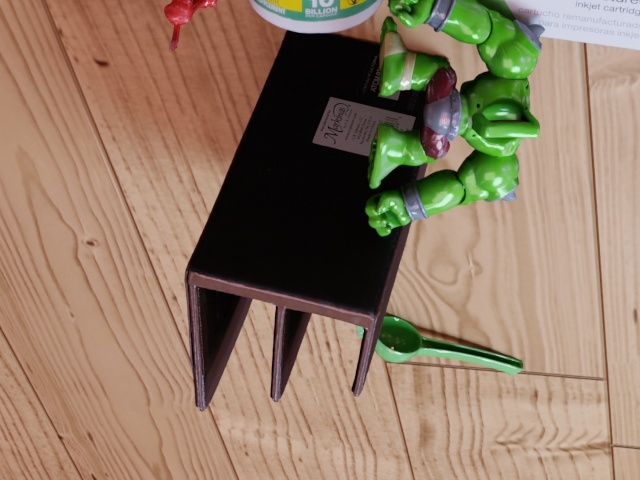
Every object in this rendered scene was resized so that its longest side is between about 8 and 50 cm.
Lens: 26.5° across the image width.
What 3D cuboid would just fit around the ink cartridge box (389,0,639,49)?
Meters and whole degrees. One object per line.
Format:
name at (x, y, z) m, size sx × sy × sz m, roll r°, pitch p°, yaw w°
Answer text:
ink cartridge box at (0.157, -0.290, 0.945) m, size 0.211 × 0.122 × 0.289 m, roll 10°, pitch 140°, yaw 12°

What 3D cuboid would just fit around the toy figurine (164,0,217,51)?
toy figurine at (-0.177, -0.337, 0.987) m, size 0.217 × 0.191 × 0.363 m, roll 14°, pitch 138°, yaw 13°

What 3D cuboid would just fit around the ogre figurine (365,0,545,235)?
ogre figurine at (0.099, -0.095, 1.016) m, size 0.118 × 0.097 × 0.197 m, roll 5°, pitch 94°, yaw -3°

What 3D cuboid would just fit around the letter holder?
letter holder at (0.000, 0.000, 1.192) m, size 0.152 × 0.302 × 0.214 m, roll 13°, pitch 139°, yaw 7°

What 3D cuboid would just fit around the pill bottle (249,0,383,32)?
pill bottle at (-0.004, -0.271, 1.035) m, size 0.117 × 0.118 × 0.208 m, roll 11°, pitch 139°, yaw 9°

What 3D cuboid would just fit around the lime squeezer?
lime squeezer at (0.078, 0.071, 1.431) m, size 0.110 × 0.059 × 0.310 m, roll -23°, pitch 124°, yaw 39°
